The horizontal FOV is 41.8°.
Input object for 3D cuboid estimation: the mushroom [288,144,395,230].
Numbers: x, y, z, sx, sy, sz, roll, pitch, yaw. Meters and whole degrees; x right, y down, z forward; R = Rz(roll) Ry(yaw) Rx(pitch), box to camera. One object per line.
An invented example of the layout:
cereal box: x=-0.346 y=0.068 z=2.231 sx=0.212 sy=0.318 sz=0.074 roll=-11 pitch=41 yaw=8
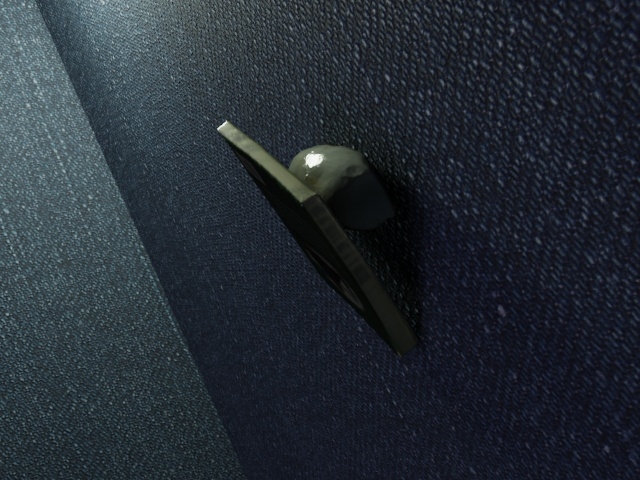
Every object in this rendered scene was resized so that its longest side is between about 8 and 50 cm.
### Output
mushroom: x=0.011 y=-0.090 z=1.261 sx=0.270 sy=0.103 sz=0.118 roll=30 pitch=147 yaw=63

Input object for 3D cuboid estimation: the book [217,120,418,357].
book: x=0.000 y=0.000 z=1.244 sx=0.260 sy=0.043 sz=0.371 roll=43 pitch=171 yaw=46
